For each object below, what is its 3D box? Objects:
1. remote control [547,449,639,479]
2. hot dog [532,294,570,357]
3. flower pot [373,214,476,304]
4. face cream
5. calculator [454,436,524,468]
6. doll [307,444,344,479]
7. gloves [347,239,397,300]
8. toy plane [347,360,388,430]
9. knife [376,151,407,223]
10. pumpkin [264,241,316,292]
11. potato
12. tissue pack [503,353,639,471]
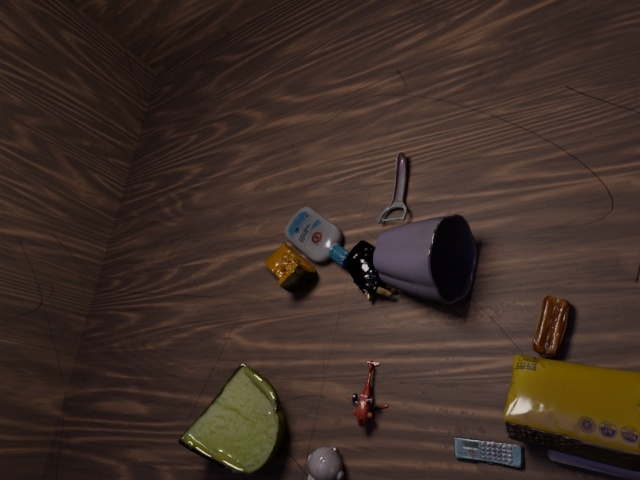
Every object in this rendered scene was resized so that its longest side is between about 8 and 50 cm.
[{"bbox_3d":[0.660,0.480,0.957,0.250,0.034,0.103,-3,66,34],"label":"remote control"},{"bbox_3d":[0.609,0.228,1.107,0.071,0.045,0.165,12,75,36],"label":"hot dog"},{"bbox_3d":[0.306,0.047,1.283,0.243,0.265,0.265,4,71,46],"label":"flower pot"},{"bbox_3d":[0.000,0.000,1.612,0.163,0.080,0.336,-53,50,1],"label":"face cream"},{"bbox_3d":[0.434,0.552,1.092,0.172,0.018,0.057,-8,63,33],"label":"calculator"},{"bbox_3d":[-0.016,0.748,1.230,0.151,0.151,0.287,10,71,37],"label":"doll"},{"bbox_3d":[0.177,0.114,1.423,0.203,0.124,0.164,46,115,47],"label":"gloves"},{"bbox_3d":[0.152,0.471,1.292,0.126,0.077,0.194,23,73,31],"label":"toy plane"},{"bbox_3d":[0.277,-0.189,1.531,0.123,0.053,0.278,-3,66,38],"label":"knife"},{"bbox_3d":[-0.112,0.114,1.621,0.131,0.126,0.248,-55,31,10],"label":"pumpkin"},{"bbox_3d":[-0.244,0.630,1.427,0.280,0.213,0.330,34,79,22],"label":"potato"},{"bbox_3d":[0.578,0.382,0.965,0.270,0.134,0.192,0,47,35],"label":"tissue pack"}]
